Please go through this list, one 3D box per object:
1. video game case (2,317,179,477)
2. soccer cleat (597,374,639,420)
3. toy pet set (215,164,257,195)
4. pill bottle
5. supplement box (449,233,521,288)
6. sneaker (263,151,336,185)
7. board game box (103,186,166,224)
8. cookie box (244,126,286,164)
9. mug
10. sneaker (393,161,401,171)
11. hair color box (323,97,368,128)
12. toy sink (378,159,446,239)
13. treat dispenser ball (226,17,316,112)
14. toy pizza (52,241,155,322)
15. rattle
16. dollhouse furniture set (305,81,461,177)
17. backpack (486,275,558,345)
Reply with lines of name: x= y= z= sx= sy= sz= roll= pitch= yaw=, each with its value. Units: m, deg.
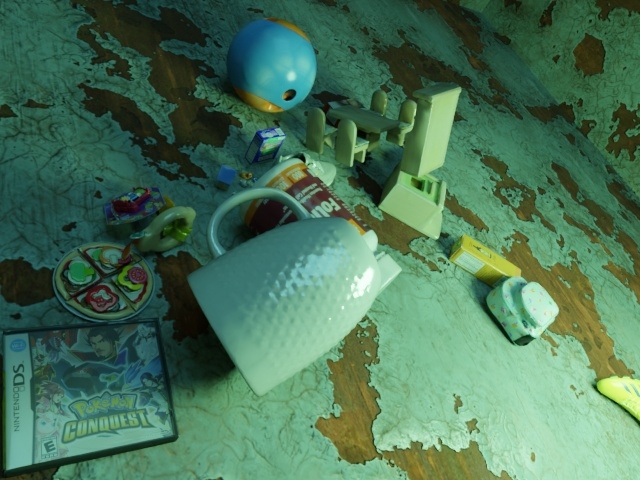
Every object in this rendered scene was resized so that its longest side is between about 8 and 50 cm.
video game case: x=-0.415 y=0.265 z=0.911 sx=0.274 sy=0.035 sz=0.248 roll=0 pitch=53 yaw=-32
soccer cleat: x=0.985 y=0.509 z=1.544 sx=0.289 sy=0.093 sz=0.121 roll=26 pitch=50 yaw=-10
toy pet set: x=-0.226 y=-0.170 z=1.388 sx=0.114 sy=0.065 sz=0.122 roll=22 pitch=44 yaw=-15
pill bottle: x=0.000 y=0.000 z=1.266 sx=0.392 sy=0.224 sz=0.224 roll=45 pitch=44 yaw=11
supplement box: x=0.540 y=0.079 z=1.648 sx=0.233 sy=0.080 sz=0.078 roll=33 pitch=42 yaw=-5
sneaker: x=-0.040 y=-0.212 z=1.502 sx=0.262 sy=0.121 sz=0.099 roll=-16 pitch=64 yaw=-40
board game box: x=-0.430 y=-0.094 z=1.144 sx=0.133 sy=0.033 sz=0.169 roll=-22 pitch=34 yaw=-15
cookie box: x=-0.164 y=-0.280 z=1.492 sx=0.091 sy=0.107 sz=0.040 roll=-23 pitch=69 yaw=-42
mug: x=-0.080 y=0.064 z=1.018 sx=0.328 sy=0.276 sz=0.374 roll=-31 pitch=83 yaw=-12
sneaker: x=0.330 y=-0.275 z=1.835 sx=0.175 sy=0.064 sz=0.067 roll=-29 pitch=82 yaw=-41
hair color box: x=0.099 y=-0.474 z=1.868 sx=0.167 sy=0.053 sz=0.093 roll=-24 pitch=68 yaw=-44
toy sink: x=0.332 y=-0.137 z=1.664 sx=0.234 sy=0.131 sz=0.153 roll=30 pitch=44 yaw=-7
treat dispenser ball: x=-0.155 y=-0.559 z=1.610 sx=0.288 sy=0.288 sz=0.288 roll=17 pitch=46 yaw=-19
toy pizza: x=-0.449 y=0.079 z=1.054 sx=0.201 sy=0.032 sz=0.201 roll=17 pitch=46 yaw=-19
rattle: x=-0.390 y=-0.044 z=1.123 sx=0.199 sy=0.130 sz=0.143 roll=-27 pitch=81 yaw=-47
dollhouse furniture set: x=0.213 y=-0.404 z=1.624 sx=0.394 sy=0.257 sz=0.362 roll=29 pitch=39 yaw=32
backpack: x=0.616 y=0.203 z=1.541 sx=0.165 sy=0.144 sz=0.188 roll=-25 pitch=66 yaw=-37
